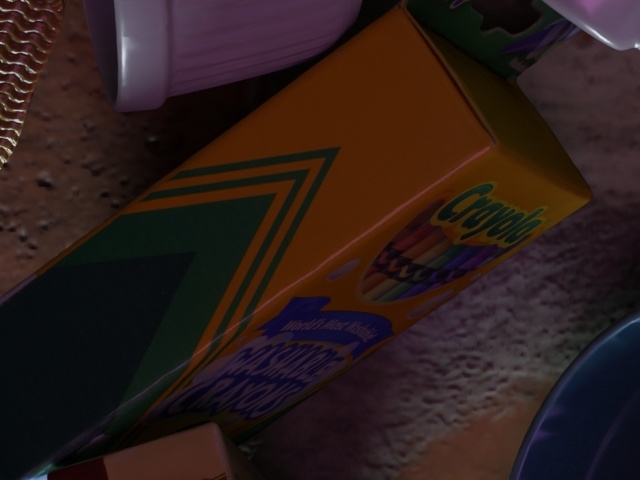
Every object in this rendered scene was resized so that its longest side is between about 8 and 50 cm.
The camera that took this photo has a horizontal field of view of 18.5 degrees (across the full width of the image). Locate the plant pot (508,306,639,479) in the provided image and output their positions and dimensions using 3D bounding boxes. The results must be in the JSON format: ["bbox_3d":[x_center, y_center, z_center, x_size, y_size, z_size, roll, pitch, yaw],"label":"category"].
[{"bbox_3d":[0.270,0.187,1.031,0.255,0.271,0.271,16,116,-30],"label":"plant pot"}]

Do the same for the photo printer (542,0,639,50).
[{"bbox_3d":[0.208,-0.229,0.804,0.107,0.256,0.307,38,110,7],"label":"photo printer"}]

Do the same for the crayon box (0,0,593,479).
[{"bbox_3d":[0.000,0.000,0.929,0.323,0.203,0.083,-36,74,13],"label":"crayon box"}]

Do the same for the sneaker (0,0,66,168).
[{"bbox_3d":[-0.163,-0.100,0.947,0.069,0.084,0.185,21,140,-20],"label":"sneaker"}]

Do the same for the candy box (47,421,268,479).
[{"bbox_3d":[-0.034,0.220,0.963,0.087,0.183,0.316,-16,159,3],"label":"candy box"}]

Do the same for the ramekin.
[{"bbox_3d":[-0.051,-0.163,0.846,0.109,0.207,0.207,-9,118,-10],"label":"ramekin"}]
